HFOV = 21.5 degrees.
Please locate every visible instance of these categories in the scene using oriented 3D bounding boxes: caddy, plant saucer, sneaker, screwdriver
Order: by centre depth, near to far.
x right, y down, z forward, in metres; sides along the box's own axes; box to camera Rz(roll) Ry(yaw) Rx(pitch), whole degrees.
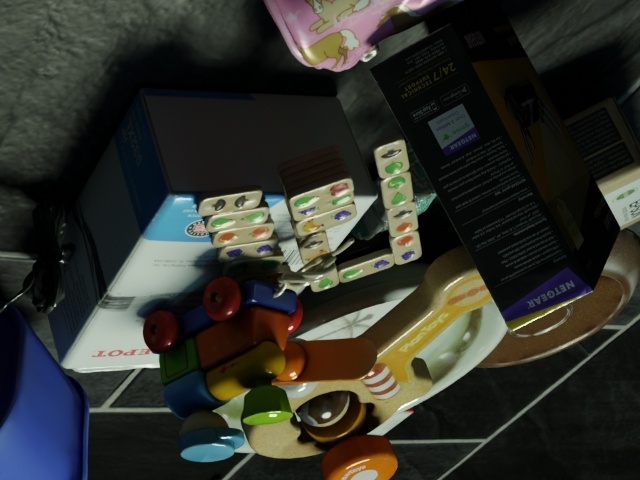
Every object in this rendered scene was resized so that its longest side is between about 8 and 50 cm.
[{"bbox_3d":[-0.362,0.223,1.726,0.241,0.341,0.179,-22,121,7],"label":"caddy"},{"bbox_3d":[0.101,-0.061,1.793,0.166,0.065,0.076,-34,165,32],"label":"sneaker"},{"bbox_3d":[-0.011,0.020,1.895,0.170,0.024,0.025,-19,-179,5],"label":"screwdriver"},{"bbox_3d":[0.026,0.118,1.987,0.400,0.100,0.400,-19,155,-9],"label":"plant saucer"},{"bbox_3d":[0.273,0.084,2.149,0.310,0.050,0.310,-14,152,-7],"label":"plant saucer"}]

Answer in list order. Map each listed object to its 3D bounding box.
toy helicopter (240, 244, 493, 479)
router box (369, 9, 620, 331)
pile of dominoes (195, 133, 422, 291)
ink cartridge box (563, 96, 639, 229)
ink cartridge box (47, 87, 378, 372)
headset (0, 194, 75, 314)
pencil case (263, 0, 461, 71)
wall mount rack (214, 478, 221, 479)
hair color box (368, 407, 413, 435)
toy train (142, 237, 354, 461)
[{"bbox_3d":[0.046,0.114,1.750,0.235,0.140,0.355,17,130,-42],"label":"toy helicopter"},{"bbox_3d":[0.162,-0.073,1.472,0.081,0.243,0.309,-28,-177,17],"label":"router box"},{"bbox_3d":[0.000,0.000,1.575,0.196,0.040,0.251,-20,151,-2],"label":"pile of dominoes"},{"bbox_3d":[0.253,-0.046,1.804,0.193,0.088,0.234,-27,163,7],"label":"ink cartridge box"},{"bbox_3d":[-0.121,-0.005,1.668,0.223,0.129,0.307,-1,147,-32],"label":"ink cartridge box"},{"bbox_3d":[-0.435,0.053,1.626,0.394,0.185,0.243,-6,149,9],"label":"headset"},{"bbox_3d":[0.129,-0.276,1.312,0.386,0.160,0.167,-25,160,10],"label":"pencil case"},{"bbox_3d":[-0.251,0.466,2.439,0.350,0.130,0.304,-7,146,-20],"label":"wall mount rack"},{"bbox_3d":[0.049,0.226,2.268,0.141,0.043,0.072,9,142,-42],"label":"hair color box"},{"bbox_3d":[-0.053,0.107,1.582,0.248,0.143,0.105,-27,151,36],"label":"toy train"}]
